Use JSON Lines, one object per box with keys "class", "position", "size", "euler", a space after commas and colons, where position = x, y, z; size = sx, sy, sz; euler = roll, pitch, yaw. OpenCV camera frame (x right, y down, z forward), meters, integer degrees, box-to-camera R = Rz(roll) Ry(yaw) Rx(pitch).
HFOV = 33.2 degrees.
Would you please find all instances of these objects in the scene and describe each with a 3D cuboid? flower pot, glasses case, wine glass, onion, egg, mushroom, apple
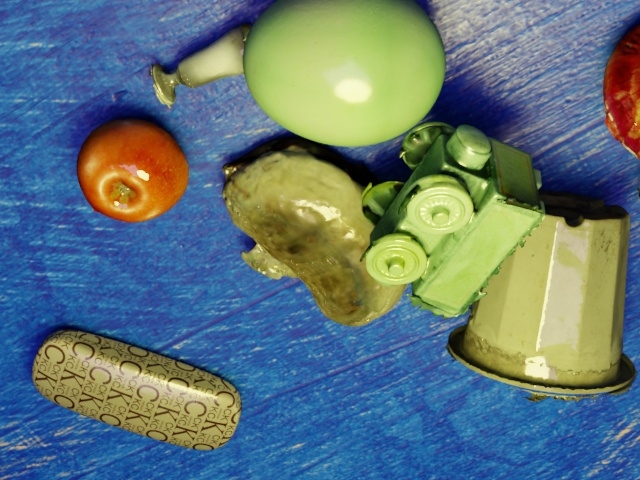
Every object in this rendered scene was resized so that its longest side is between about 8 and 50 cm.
{"class": "flower pot", "position": [0.338, 0.067, 1.571], "size": [0.290, 0.290, 0.259], "euler": [5, 104, 1]}
{"class": "glasses case", "position": [-0.306, 0.252, 1.796], "size": [0.354, 0.085, 0.137], "euler": [19, 117, -6]}
{"class": "wine glass", "position": [-0.160, -0.247, 1.528], "size": [0.155, 0.072, 0.072], "euler": [-20, 115, 15]}
{"class": "onion", "position": [0.489, -0.199, 1.421], "size": [0.230, 0.163, 0.230], "euler": [-1, 85, 6]}
{"class": "egg", "position": [0.031, -0.236, 1.433], "size": [0.269, 0.220, 0.220], "euler": [4, 119, 7]}
{"class": "mushroom", "position": [0.001, 0.002, 1.616], "size": [0.247, 0.130, 0.344], "euler": [-30, 112, 14]}
{"class": "apple", "position": [-0.276, -0.101, 1.574], "size": [0.163, 0.139, 0.163], "euler": [1, 117, 2]}

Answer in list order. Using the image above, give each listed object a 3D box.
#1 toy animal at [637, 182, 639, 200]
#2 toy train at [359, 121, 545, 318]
{"class": "toy animal", "position": [0.549, -0.072, 1.534], "size": [0.179, 0.166, 0.138], "euler": [-12, 103, 24]}
{"class": "toy train", "position": [0.169, -0.031, 1.452], "size": [0.188, 0.159, 0.272], "euler": [20, 130, -16]}
